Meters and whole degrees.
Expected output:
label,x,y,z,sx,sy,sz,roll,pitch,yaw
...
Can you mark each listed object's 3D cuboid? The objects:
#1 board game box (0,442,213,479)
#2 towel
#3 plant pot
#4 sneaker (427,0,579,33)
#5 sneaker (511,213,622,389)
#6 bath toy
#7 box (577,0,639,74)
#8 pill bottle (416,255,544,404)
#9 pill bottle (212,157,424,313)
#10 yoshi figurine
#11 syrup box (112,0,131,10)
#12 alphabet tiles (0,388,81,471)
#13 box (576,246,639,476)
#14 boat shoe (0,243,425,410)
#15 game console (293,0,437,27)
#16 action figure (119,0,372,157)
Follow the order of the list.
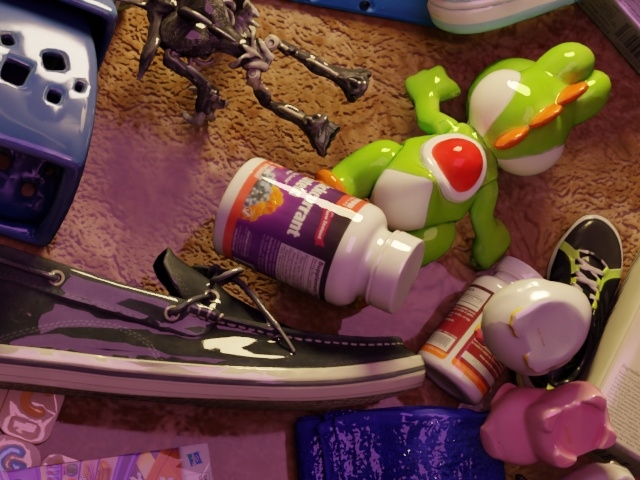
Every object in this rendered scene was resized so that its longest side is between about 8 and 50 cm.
label,x,y,z,sx,sy,sz,roll,pitch,yaw
board game box,-0.206,0.385,1.603,0.233,0.078,0.347,-6,82,-19
towel,0.096,0.325,1.707,0.227,0.076,0.308,-2,78,-14
plant pot,-0.333,-0.153,1.632,0.236,0.236,0.212,18,67,-10
sneaker,0.252,-0.368,1.794,0.319,0.127,0.208,-23,120,-14
sneaker,0.285,0.076,1.799,0.084,0.097,0.235,24,73,-8
bath toy,0.232,0.201,1.688,0.151,0.129,0.348,-16,102,-9
box,0.392,-0.285,1.920,0.137,0.072,0.126,-40,89,-18
pill bottle,0.178,0.095,1.768,0.086,0.086,0.152,40,77,-3
pill bottle,0.000,0.000,1.638,0.193,0.108,0.108,23,72,14
yoshi figurine,0.145,-0.086,1.791,0.362,0.203,0.203,-33,46,-5
syrup box,-0.269,-0.361,1.760,0.093,0.096,0.237,-12,81,-14
alphabet tiles,-0.376,0.243,1.637,0.284,0.021,0.278,22,73,-8
box,0.368,0.115,1.813,0.113,0.094,0.275,33,72,-5
boat shoe,-0.134,0.087,1.647,0.500,0.187,0.156,7,79,-10
game console,0.037,-0.405,1.883,0.293,0.173,0.250,9,45,-13
action figure,-0.093,-0.195,1.747,0.275,0.141,0.164,31,76,-7
